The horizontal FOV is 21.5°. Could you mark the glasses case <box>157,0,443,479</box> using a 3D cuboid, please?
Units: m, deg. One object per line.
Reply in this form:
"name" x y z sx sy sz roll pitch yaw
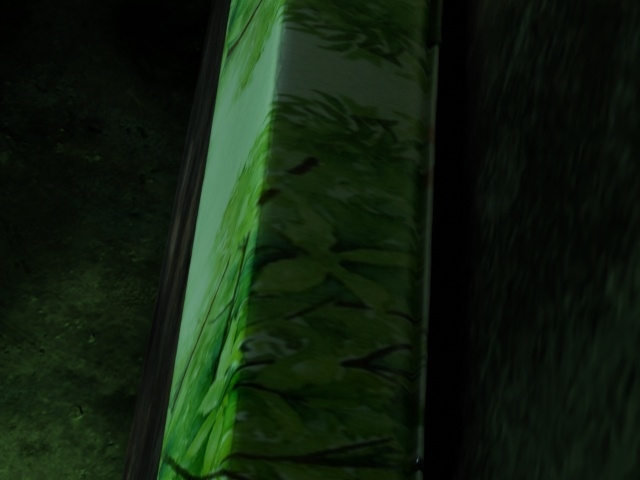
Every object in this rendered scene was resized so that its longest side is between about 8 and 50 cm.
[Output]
"glasses case" 0.000 0.000 0.488 0.095 0.062 0.272 120 161 -50
